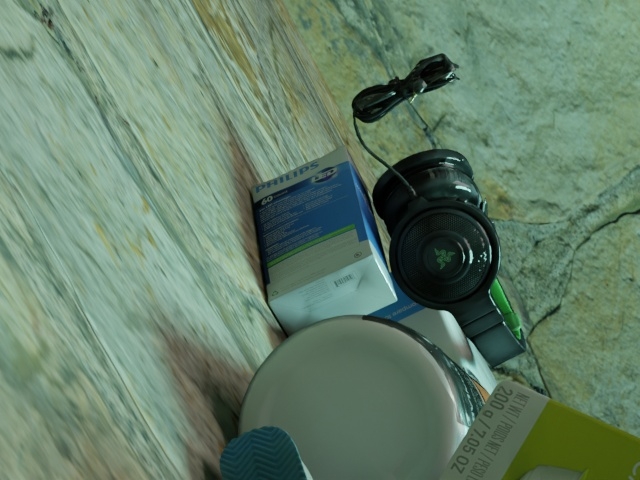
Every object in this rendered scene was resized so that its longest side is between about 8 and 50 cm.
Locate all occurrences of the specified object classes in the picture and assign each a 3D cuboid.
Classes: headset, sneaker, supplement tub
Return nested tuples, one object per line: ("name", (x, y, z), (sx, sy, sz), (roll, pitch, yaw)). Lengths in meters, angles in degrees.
("headset", (0.161, -0.032, 1.961), (0.394, 0.185, 0.243), (55, 11, -29))
("sneaker", (-0.018, 0.256, 1.276), (0.092, 0.087, 0.228), (67, 8, -47))
("supplement tub", (0.065, 0.196, 1.539), (0.207, 0.207, 0.338), (68, 8, 19))

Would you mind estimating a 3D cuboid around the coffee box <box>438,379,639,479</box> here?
("coffee box", (0.235, 0.364, 1.235), (0.334, 0.337, 0.338), (23, -17, 32))

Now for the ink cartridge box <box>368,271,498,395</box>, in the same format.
("ink cartridge box", (0.160, 0.265, 2.057), (0.285, 0.166, 0.395), (58, 9, -41))

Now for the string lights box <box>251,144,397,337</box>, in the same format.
("string lights box", (0.000, 0.000, 1.955), (0.259, 0.133, 0.076), (-101, 164, -58))
